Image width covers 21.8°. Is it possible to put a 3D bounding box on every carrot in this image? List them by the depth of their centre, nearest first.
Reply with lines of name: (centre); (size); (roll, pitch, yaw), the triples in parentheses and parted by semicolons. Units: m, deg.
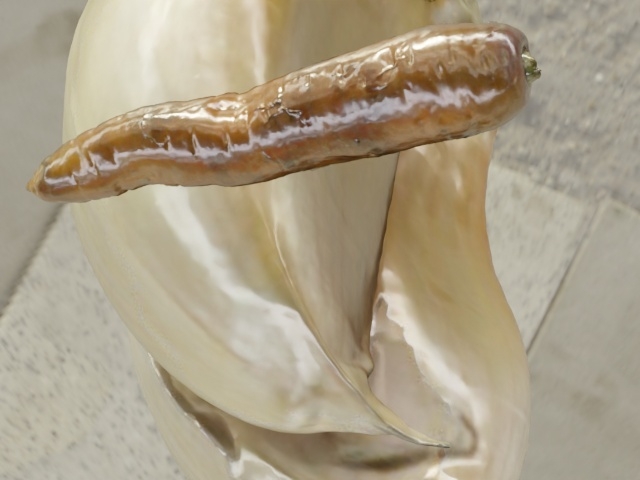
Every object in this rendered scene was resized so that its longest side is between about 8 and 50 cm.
carrot: (-0.013, -0.034, 0.505); (0.165, 0.036, 0.035); (-14, 73, 15)

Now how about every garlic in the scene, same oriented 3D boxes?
garlic: (0.000, 0.000, 0.760); (0.249, 0.286, 0.313); (13, 60, -2)
